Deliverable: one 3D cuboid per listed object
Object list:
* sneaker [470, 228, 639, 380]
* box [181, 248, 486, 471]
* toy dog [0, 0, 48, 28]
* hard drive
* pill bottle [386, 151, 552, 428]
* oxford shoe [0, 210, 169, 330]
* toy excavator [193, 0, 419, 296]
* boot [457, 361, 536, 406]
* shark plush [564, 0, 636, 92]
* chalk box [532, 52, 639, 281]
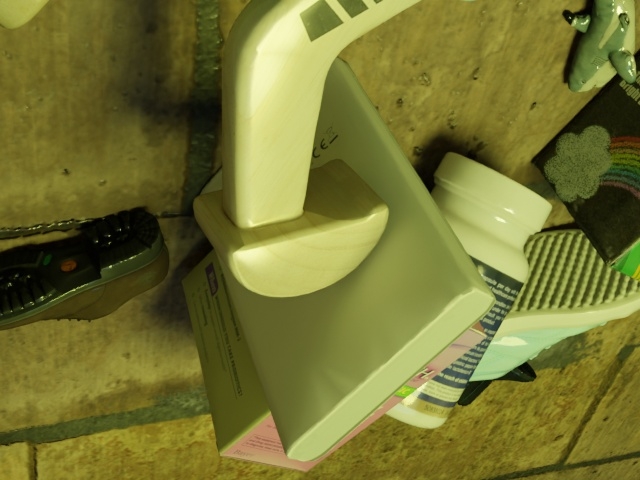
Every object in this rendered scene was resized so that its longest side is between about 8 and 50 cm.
[{"bbox_3d":[0.245,0.094,1.062,0.366,0.135,0.150,-13,141,3],"label":"sneaker"},{"bbox_3d":[-0.001,0.063,0.815,0.117,0.213,0.243,24,123,-40],"label":"box"},{"bbox_3d":[-0.160,-0.261,0.506,0.220,0.161,0.334,13,126,-33],"label":"toy dog"},{"bbox_3d":[0.000,0.000,0.721,0.040,0.307,0.203,24,119,-41],"label":"hard drive"},{"bbox_3d":[0.124,0.050,0.894,0.153,0.153,0.265,24,97,-39],"label":"pill bottle"},{"bbox_3d":[-0.256,0.054,0.832,0.227,0.083,0.096,-17,141,-6],"label":"oxford shoe"},{"bbox_3d":[0.053,-0.217,0.542,0.445,0.222,0.433,-33,135,-6],"label":"toy excavator"},{"bbox_3d":[0.237,0.200,1.212,0.121,0.045,0.099,25,117,-31],"label":"boot"},{"bbox_3d":[0.270,-0.211,0.822,0.067,0.073,0.161,-1,146,20],"label":"shark plush"},{"bbox_3d":[0.413,-0.102,0.896,0.179,0.180,0.289,22,122,-37],"label":"chalk box"}]
